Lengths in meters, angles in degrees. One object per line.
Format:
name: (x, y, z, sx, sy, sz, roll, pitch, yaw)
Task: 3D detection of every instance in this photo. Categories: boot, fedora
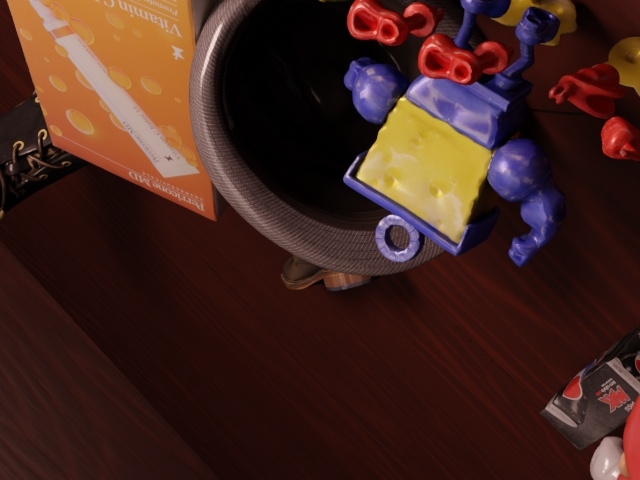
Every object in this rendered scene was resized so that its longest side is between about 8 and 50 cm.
boot: (-0.403, -0.115, 1.446, 0.377, 0.284, 0.138, 15, 140, 52)
fedora: (0.020, -0.113, 0.884, 0.275, 0.244, 0.124, 37, -172, -9)
boot: (0.000, 0.000, 1.235, 0.219, 0.082, 0.106, -4, 102, 66)

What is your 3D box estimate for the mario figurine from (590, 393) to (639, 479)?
mario figurine: (0.336, 0.179, 0.854, 0.320, 0.198, 0.170, 60, -178, -47)

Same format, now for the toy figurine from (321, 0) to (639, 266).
toy figurine: (0.055, -0.079, 0.726, 0.362, 0.191, 0.217, 33, 125, 17)

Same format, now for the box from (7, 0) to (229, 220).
box: (-0.155, -0.212, 0.981, 0.215, 0.168, 0.345, 25, 150, 15)

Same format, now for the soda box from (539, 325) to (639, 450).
soda box: (0.273, 0.144, 0.984, 0.060, 0.053, 0.169, 43, 155, 11)
